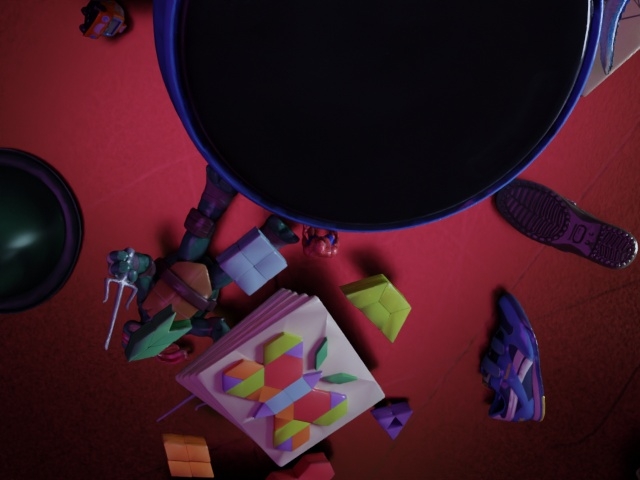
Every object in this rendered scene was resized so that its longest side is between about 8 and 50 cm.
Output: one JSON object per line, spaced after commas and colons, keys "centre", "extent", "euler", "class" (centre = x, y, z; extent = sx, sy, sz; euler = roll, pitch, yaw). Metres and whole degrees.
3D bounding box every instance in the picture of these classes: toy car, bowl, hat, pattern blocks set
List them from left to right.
{"centre": [-0.351, 0.018, 0.708], "extent": [0.173, 0.183, 0.209], "euler": [32, 99, -5], "class": "hat"}
{"centre": [-0.191, -0.250, 0.725], "extent": [0.040, 0.060, 0.122], "euler": [26, 109, -36], "class": "toy car"}
{"centre": [-0.031, 0.142, 0.726], "extent": [0.285, 0.026, 0.325], "euler": [-46, 125, 8], "class": "pattern blocks set"}
{"centre": [0.053, -0.173, 0.639], "extent": [0.390, 0.077, 0.391], "euler": [-4, 126, -5], "class": "bowl"}

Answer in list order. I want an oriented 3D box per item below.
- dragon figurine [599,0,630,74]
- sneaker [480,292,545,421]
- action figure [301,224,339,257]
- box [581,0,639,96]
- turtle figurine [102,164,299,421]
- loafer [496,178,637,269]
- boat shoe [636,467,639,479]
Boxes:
{"centre": [0.307, -0.305, 0.667], "extent": [0.144, 0.085, 0.289], "euler": [-8, 98, 3], "class": "dragon figurine"}
{"centre": [0.199, 0.128, 0.784], "extent": [0.059, 0.053, 0.144], "euler": [-9, 99, 5], "class": "sneaker"}
{"centre": [0.000, 0.000, 0.733], "extent": [0.038, 0.115, 0.030], "euler": [3, 100, 0], "class": "action figure"}
{"centre": [0.285, -0.270, 0.728], "extent": [0.201, 0.021, 0.164], "euler": [-41, 97, 7], "class": "box"}
{"centre": [-0.138, 0.051, 0.743], "extent": [0.175, 0.118, 0.234], "euler": [39, 88, -26], "class": "turtle figurine"}
{"centre": [0.249, -0.014, 0.762], "extent": [0.148, 0.050, 0.056], "euler": [32, 96, 11], "class": "loafer"}
{"centre": [0.393, 0.268, 0.785], "extent": [0.119, 0.121, 0.335], "euler": [44, 87, 2], "class": "boat shoe"}
